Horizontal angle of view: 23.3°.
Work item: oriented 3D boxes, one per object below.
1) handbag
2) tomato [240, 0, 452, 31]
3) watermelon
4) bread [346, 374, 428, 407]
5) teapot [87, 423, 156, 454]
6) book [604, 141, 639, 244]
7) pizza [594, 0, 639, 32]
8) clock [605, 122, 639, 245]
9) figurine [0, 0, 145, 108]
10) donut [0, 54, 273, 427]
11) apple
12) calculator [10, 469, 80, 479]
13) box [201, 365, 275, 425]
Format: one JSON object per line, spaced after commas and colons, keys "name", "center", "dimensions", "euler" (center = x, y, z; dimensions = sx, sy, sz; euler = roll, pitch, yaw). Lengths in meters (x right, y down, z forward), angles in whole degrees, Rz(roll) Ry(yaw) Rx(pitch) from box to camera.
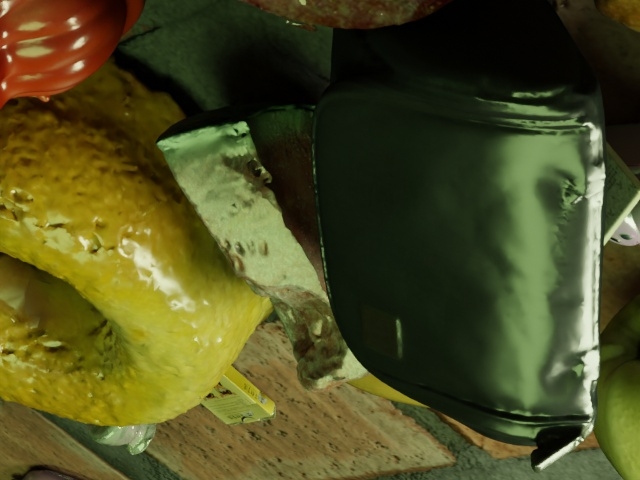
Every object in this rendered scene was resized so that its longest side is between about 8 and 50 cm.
{"name": "handbag", "center": [0.085, -0.023, 1.061], "dimensions": [0.177, 0.275, 0.302], "euler": [-5, 121, -2]}
{"name": "tomato", "center": [0.005, -0.295, 0.911], "dimensions": [0.338, 0.144, 0.338], "euler": [10, 141, 9]}
{"name": "watermelon", "center": [0.000, 0.000, 1.266], "dimensions": [0.148, 0.226, 0.318], "euler": [-20, 142, 19]}
{"name": "bread", "center": [0.097, 0.102, 1.460], "dimensions": [0.217, 0.098, 0.147], "euler": [11, 148, 13]}
{"name": "teapot", "center": [-0.233, 0.211, 1.802], "dimensions": [0.064, 0.064, 0.083], "euler": [35, 175, -35]}
{"name": "book", "center": [0.167, -0.070, 1.166], "dimensions": [0.172, 0.012, 0.118], "euler": [54, 149, 19]}
{"name": "pizza", "center": [0.370, -0.162, 0.949], "dimensions": [0.408, 0.114, 0.278], "euler": [-3, 139, 29]}
{"name": "clock", "center": [0.335, -0.002, 1.161], "dimensions": [0.248, 0.090, 0.227], "euler": [36, 165, -26]}
{"name": "figurine", "center": [-0.278, -0.177, 1.155], "dimensions": [0.257, 0.208, 0.181], "euler": [22, 113, 5]}
{"name": "donut", "center": [-0.230, 0.026, 1.428], "dimensions": [0.377, 0.163, 0.435], "euler": [25, 145, -4]}
{"name": "apple", "center": [0.320, 0.138, 1.328], "dimensions": [0.200, 0.200, 0.200], "euler": [12, 145, 9]}
{"name": "calculator", "center": [-0.287, 0.391, 2.082], "dimensions": [0.294, 0.043, 0.194], "euler": [26, 146, -9]}
{"name": "box", "center": [-0.118, 0.154, 1.696], "dimensions": [0.073, 0.020, 0.149], "euler": [-15, 133, 37]}
